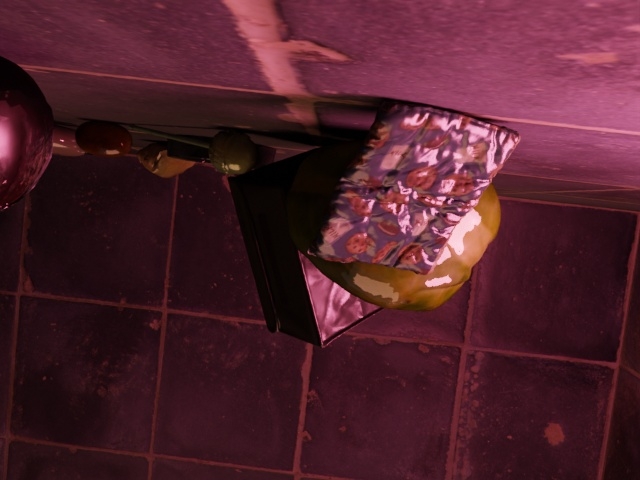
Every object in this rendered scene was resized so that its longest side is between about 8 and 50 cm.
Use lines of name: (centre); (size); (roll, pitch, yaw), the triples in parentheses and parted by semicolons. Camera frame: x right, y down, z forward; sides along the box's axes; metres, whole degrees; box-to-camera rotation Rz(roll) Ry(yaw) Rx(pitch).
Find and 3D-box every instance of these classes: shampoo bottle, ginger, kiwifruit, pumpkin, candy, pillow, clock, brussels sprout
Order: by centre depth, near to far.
pumpkin: (-0.384, -0.114, 0.564); (0.233, 0.163, 0.233); (15, -168, -3)
pillow: (0.108, -0.053, 0.723); (0.188, 0.256, 0.034); (9, -136, -20)
brussels sprout: (0.135, -0.031, 0.981); (0.314, 0.276, 0.371); (15, -171, 40)
candy: (-0.269, -0.203, 1.197); (0.335, 0.093, 0.092); (18, 146, 28)
kiwifruit: (-0.475, -0.222, 1.291); (0.124, 0.075, 0.075); (11, -176, -3)
shampoo bottle: (-0.692, -0.257, 1.464); (0.256, 0.078, 0.127); (6, 180, -33)
clock: (-0.256, -0.225, 1.519); (0.280, 0.056, 0.280); (7, -176, 0)
ginger: (-0.466, -0.259, 1.809); (0.122, 0.115, 0.193); (32, -157, 24)

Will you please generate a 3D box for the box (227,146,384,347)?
box: (-0.001, 0.000, 1.208); (0.251, 0.345, 0.204); (-24, -161, -33)
